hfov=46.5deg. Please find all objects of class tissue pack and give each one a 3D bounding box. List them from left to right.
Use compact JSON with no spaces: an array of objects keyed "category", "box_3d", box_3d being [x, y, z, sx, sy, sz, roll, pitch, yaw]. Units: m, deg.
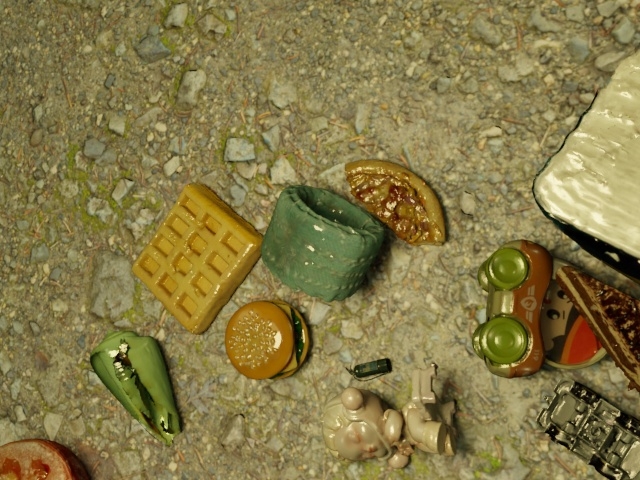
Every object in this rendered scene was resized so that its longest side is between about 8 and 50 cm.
[{"category":"tissue pack","box_3d":[0.481,-0.059,1.003,0.264,0.416,0.253,36,100,24]}]

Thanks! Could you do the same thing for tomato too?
[{"category":"tomato","box_3d":[-0.588,0.579,1.563,0.338,0.143,0.339,-5,77,21]}]

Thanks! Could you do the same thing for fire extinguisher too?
[{"category":"fire extinguisher","box_3d":[0.088,0.237,1.357,0.083,0.025,0.038,-17,98,23]}]

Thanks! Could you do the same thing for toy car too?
[{"category":"toy car","box_3d":[0.363,0.114,1.199,0.235,0.145,0.235,-1,82,5]},{"category":"toy car","box_3d":[0.434,0.296,1.146,0.191,0.100,0.097,35,98,46]}]

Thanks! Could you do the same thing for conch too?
[{"category":"conch","box_3d":[-0.366,0.286,1.500,0.143,0.137,0.251,-50,59,31]}]

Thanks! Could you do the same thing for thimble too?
[{"category":"thimble","box_3d":[0.000,0.000,1.341,0.143,0.198,0.235,-66,22,20]}]

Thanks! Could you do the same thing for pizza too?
[{"category":"pizza","box_3d":[0.137,-0.075,1.366,0.127,0.058,0.246,-44,64,14]}]

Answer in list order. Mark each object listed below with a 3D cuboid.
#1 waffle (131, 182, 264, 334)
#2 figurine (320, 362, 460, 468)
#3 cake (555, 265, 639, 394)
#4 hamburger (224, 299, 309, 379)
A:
[{"category":"waffle","box_3d":[-0.256,0.035,1.538,0.221,0.055,0.248,40,99,26]},{"category":"figurine","box_3d":[0.099,0.305,1.271,0.256,0.182,0.145,-13,60,25]},{"category":"cake","box_3d":[0.473,0.108,1.100,0.135,0.112,0.246,-34,89,-3]},{"category":"hamburger","box_3d":[-0.103,0.187,1.406,0.161,0.115,0.162,-4,80,27]}]
